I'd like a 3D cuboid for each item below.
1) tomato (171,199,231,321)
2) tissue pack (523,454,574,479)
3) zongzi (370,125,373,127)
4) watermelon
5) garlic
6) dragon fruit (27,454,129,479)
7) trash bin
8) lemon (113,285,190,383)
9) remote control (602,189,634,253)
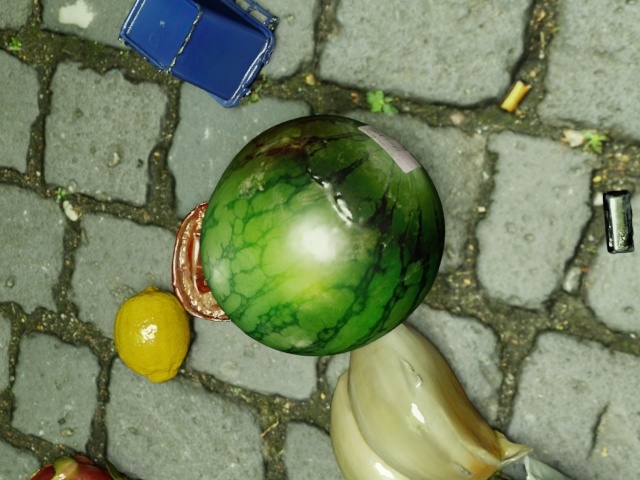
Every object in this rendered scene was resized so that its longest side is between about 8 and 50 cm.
[{"bbox_3d":[-0.155,0.039,1.041,0.228,0.101,0.228,0,93,5],"label":"tomato"},{"bbox_3d":[0.366,0.415,0.822,0.229,0.145,0.159,37,146,-21],"label":"tissue pack"},{"bbox_3d":[0.089,-0.121,0.965,0.119,0.055,0.109,38,106,1],"label":"zongzi"},{"bbox_3d":[0.000,0.000,0.828,0.363,0.363,0.363,2,95,19],"label":"watermelon"},{"bbox_3d":[0.139,0.288,0.918,0.313,0.286,0.249,43,62,6],"label":"garlic"},{"bbox_3d":[-0.501,0.542,1.154,0.227,0.224,0.224,30,104,17],"label":"dragon fruit"},{"bbox_3d":[-0.194,-0.339,0.947,0.162,0.234,0.184,40,107,13],"label":"trash bin"},{"bbox_3d":[-0.317,0.180,1.087,0.142,0.142,0.187,-10,89,20],"label":"lemon"},{"bbox_3d":[0.449,-0.027,0.863,0.039,0.014,0.096,-5,94,20],"label":"remote control"}]
